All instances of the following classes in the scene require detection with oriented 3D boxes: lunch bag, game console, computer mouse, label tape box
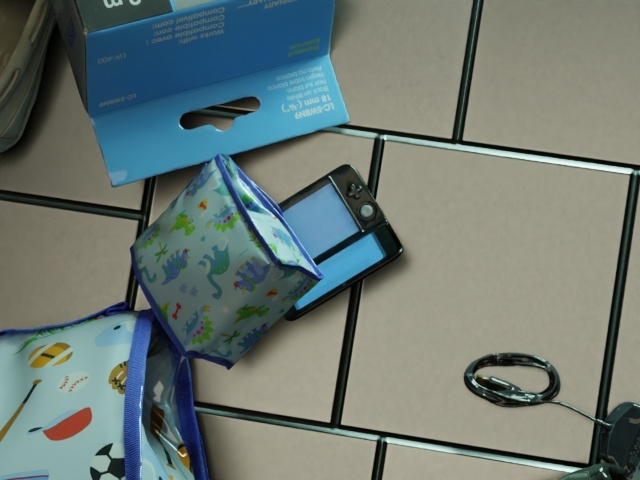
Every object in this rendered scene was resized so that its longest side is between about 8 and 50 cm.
[{"bbox_3d":[-0.091,0.016,1.581,0.129,0.096,0.151,-45,59,13],"label":"lunch bag"},{"bbox_3d":[0.000,0.000,1.609,0.122,0.071,0.107,-31,82,2],"label":"game console"},{"bbox_3d":[0.240,0.162,1.587,0.242,0.041,0.071,26,79,15],"label":"computer mouse"},{"bbox_3d":[-0.264,0.250,1.526,0.327,0.239,0.385,-14,54,7],"label":"lunch bag"},{"bbox_3d":[-0.118,-0.244,1.591,0.240,0.106,0.334,-17,82,-18],"label":"label tape box"}]

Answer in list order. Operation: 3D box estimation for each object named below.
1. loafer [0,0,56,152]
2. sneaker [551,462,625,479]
[{"bbox_3d":[-0.286,-0.238,1.646,0.112,0.111,0.319,9,85,7],"label":"loafer"},{"bbox_3d":[0.274,0.289,1.528,0.106,0.078,0.234,-41,78,37],"label":"sneaker"}]
